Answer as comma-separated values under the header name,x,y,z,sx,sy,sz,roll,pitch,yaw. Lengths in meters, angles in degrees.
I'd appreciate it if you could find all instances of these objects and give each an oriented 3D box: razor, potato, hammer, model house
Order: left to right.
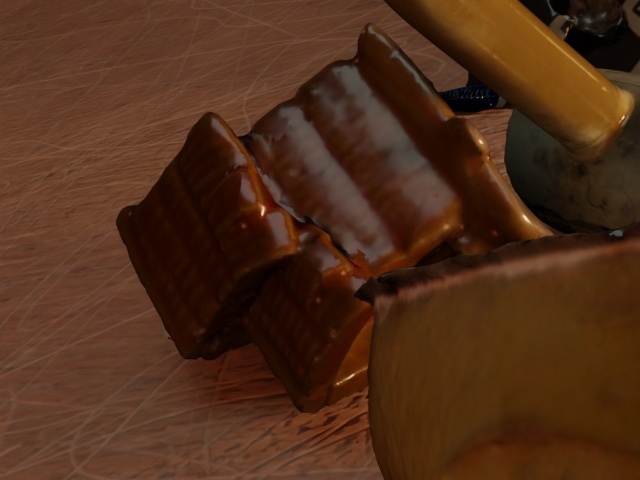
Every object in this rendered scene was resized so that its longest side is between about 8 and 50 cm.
name,x,y,z,sx,sy,sz,roll,pitch,yaw
model house,0.001,-0.001,0.783,0.229,0.199,0.219,-35,-22,6
razor,0.091,-0.122,1.108,0.154,0.044,0.028,-1,5,33
hammer,0.127,-0.088,0.708,0.113,0.305,0.202,-60,32,-5
potato,0.139,0.097,0.445,0.246,0.196,0.300,-1,-6,-4

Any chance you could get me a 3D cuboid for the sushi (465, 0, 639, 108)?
name,x,y,z,sx,sy,sz,roll,pitch,yaw
sushi,0.238,-0.209,1.041,0.047,0.220,0.231,14,-5,-44
